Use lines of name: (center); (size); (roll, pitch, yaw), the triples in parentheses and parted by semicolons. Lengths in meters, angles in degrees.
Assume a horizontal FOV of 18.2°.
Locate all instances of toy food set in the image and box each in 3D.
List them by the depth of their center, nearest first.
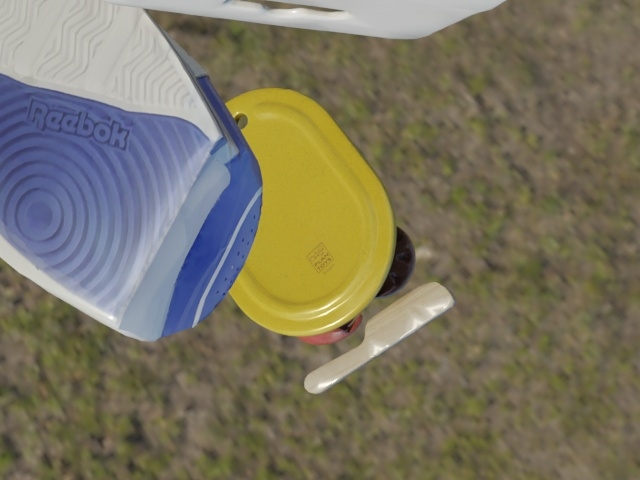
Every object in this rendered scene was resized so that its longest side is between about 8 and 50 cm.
toy food set: (0.000, 0.000, 1.321); (0.128, 0.218, 0.071); (-42, 154, 14)

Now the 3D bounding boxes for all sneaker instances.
sneaker: (-0.120, -0.078, 0.956); (0.127, 0.315, 0.182); (-57, 149, 9)

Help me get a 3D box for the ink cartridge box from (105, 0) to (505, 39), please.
ink cartridge box: (0.024, -0.114, 0.527); (0.115, 0.198, 0.067); (5, 76, -26)
